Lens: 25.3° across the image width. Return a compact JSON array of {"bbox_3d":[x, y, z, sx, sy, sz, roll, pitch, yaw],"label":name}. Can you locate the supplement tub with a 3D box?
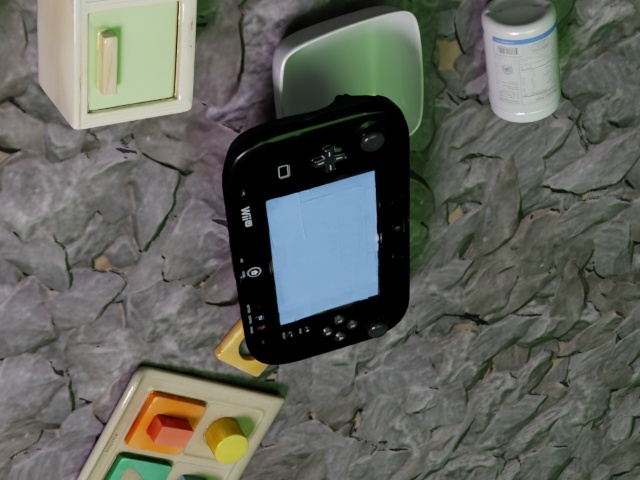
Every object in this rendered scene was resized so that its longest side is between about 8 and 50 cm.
[{"bbox_3d":[0.190,-0.173,1.343,0.071,0.071,0.107,-26,133,-16],"label":"supplement tub"}]

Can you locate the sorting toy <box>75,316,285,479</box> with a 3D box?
[{"bbox_3d":[-0.140,0.220,1.425,0.196,0.047,0.347,15,112,-40],"label":"sorting toy"}]

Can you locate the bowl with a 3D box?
[{"bbox_3d":[0.018,-0.139,1.267,0.142,0.053,0.142,-23,131,-19],"label":"bowl"}]

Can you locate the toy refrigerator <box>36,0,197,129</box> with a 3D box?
[{"bbox_3d":[-0.151,-0.224,1.065,0.102,0.094,0.269,-12,128,-27],"label":"toy refrigerator"}]

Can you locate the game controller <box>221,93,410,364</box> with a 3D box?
[{"bbox_3d":[0.000,0.000,1.289,0.166,0.067,0.319,-23,142,-15],"label":"game controller"}]
